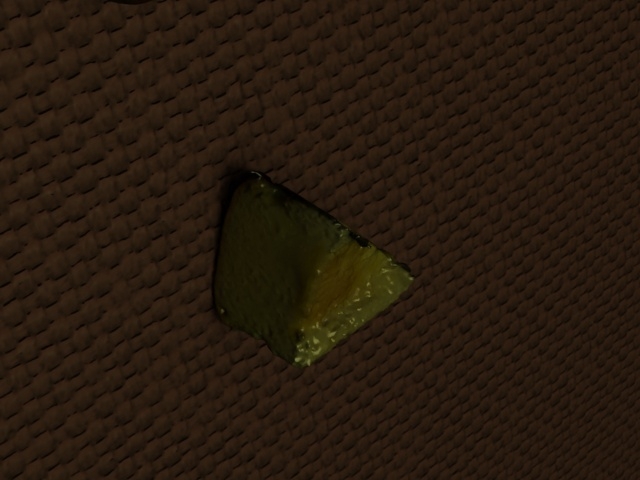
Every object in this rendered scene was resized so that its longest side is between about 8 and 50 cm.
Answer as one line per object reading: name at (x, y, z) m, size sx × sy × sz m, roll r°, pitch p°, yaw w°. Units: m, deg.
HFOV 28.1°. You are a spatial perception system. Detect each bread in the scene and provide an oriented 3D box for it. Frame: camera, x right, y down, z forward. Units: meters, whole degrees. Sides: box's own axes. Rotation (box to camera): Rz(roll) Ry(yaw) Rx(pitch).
bread at (0.000, 0.000, 1.155) m, size 0.169 × 0.140 × 0.160 m, roll -35°, pitch 142°, yaw -33°

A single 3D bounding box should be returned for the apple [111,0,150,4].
apple at (-0.143, -0.228, 0.929) m, size 0.114 × 0.099 × 0.102 m, roll 37°, pitch 80°, yaw -44°
